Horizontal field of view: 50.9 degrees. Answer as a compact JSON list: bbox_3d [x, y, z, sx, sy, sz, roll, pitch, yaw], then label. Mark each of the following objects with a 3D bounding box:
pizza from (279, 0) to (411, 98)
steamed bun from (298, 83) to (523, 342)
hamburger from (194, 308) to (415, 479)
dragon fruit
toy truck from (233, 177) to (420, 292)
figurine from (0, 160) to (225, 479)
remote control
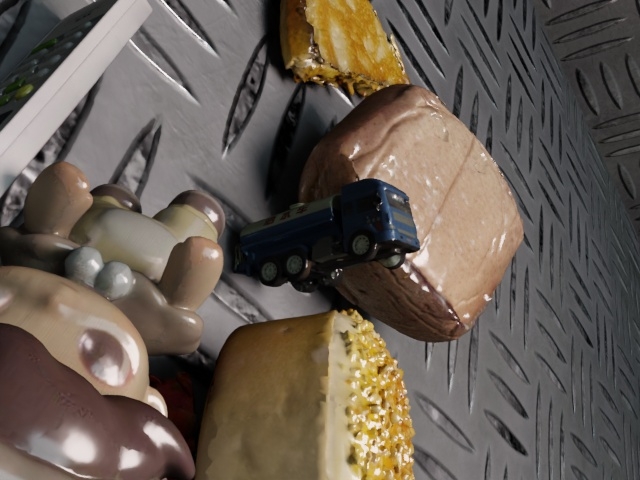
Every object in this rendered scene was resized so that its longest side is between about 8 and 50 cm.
[{"bbox_3d":[0.029,-0.321,0.961,0.288,0.074,0.251,4,76,-56],"label":"pizza"},{"bbox_3d":[0.095,-0.029,0.863,0.301,0.199,0.251,52,57,-18],"label":"steamed bun"},{"bbox_3d":[-0.005,0.198,0.557,0.302,0.170,0.302,4,90,-89],"label":"hamburger"},{"bbox_3d":[-0.133,0.163,0.551,0.068,0.126,0.112,-4,87,-13],"label":"dragon fruit"},{"bbox_3d":[0.000,0.000,0.691,0.074,0.202,0.088,18,60,-52],"label":"toy truck"},{"bbox_3d":[-0.177,0.083,0.412,0.248,0.203,0.380,28,37,-7],"label":"figurine"},{"bbox_3d":[-0.214,-0.107,0.501,0.034,0.103,0.250,53,41,-35],"label":"remote control"}]
